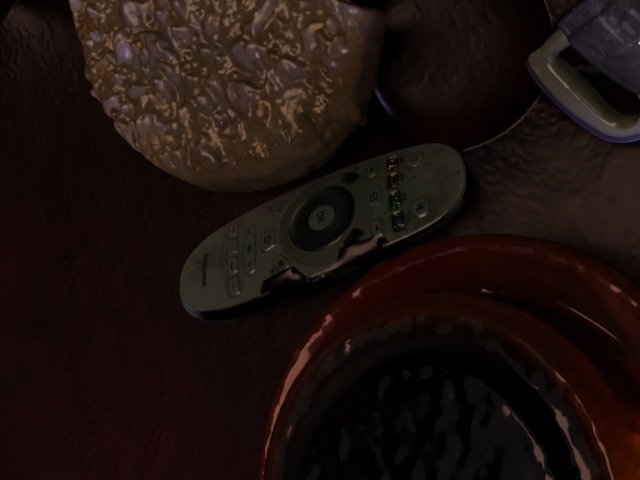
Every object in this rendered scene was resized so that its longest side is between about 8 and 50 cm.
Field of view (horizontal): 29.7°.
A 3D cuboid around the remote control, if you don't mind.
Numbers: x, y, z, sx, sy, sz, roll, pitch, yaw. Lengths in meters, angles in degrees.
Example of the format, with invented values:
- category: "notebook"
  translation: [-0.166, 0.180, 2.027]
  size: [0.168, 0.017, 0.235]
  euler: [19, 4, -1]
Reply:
- category: "remote control"
  translation: [-0.001, -0.001, 0.913]
  size: [0.256, 0.045, 0.097]
  euler: [-22, 49, 27]

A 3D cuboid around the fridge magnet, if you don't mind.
- category: "fridge magnet"
  translation: [0.104, 0.174, 0.808]
  size: [0.363, 0.155, 0.364]
  euler: [-5, 81, 32]

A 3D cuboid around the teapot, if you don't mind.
- category: "teapot"
  translation: [0.208, -0.125, 0.766]
  size: [0.149, 0.111, 0.108]
  euler: [-39, 89, 19]

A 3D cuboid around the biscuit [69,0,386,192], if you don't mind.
- category: "biscuit"
  translation: [-0.085, -0.129, 0.941]
  size: [0.281, 0.084, 0.179]
  euler: [20, 107, 29]
